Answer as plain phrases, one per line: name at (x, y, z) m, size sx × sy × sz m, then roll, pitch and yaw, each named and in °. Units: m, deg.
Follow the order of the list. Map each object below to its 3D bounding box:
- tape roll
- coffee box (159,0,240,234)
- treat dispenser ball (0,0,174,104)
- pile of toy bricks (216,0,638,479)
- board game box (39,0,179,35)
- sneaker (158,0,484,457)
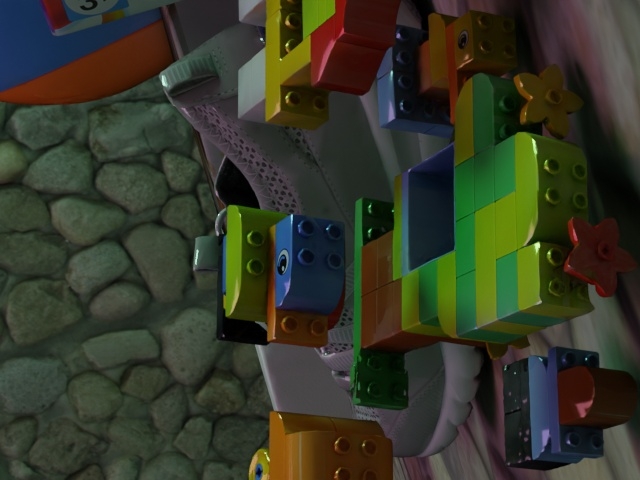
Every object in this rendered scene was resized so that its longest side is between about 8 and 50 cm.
tape roll at (-0.015, 0.034, 1.253) m, size 0.286 × 0.100 × 0.286 m, roll 164°, pitch 90°, yaw -86°
coffee box at (-0.021, -0.073, 0.846) m, size 0.246 × 0.098 × 0.141 m, roll 81°, pitch 172°, yaw -66°
treat dispenser ball at (-0.170, -0.224, 0.932) m, size 0.288 × 0.288 × 0.288 m, roll 164°, pitch 90°, yaw -87°
pile of toy bricks at (0.040, 0.006, 0.416) m, size 0.105 × 0.118 × 0.212 m, roll -30°, pitch 57°, yaw 58°
board game box at (-0.065, -0.219, 0.499) m, size 0.275 × 0.144 × 0.142 m, roll 78°, pitch 174°, yaw -58°
sneaker at (0.000, 0.000, 0.703) m, size 0.105 × 0.115 × 0.281 m, roll -110°, pitch 5°, yaw -47°
